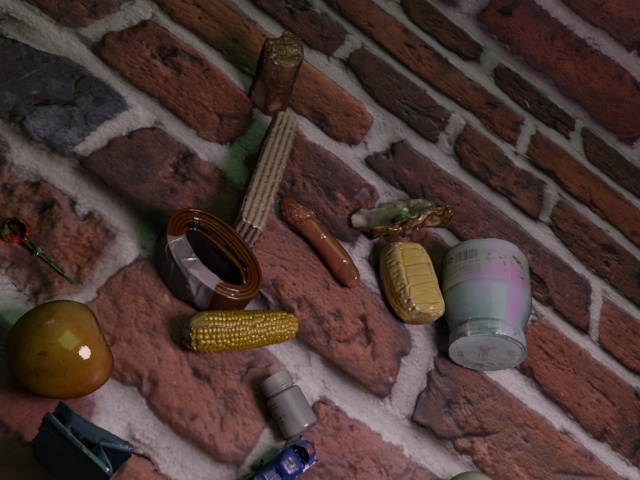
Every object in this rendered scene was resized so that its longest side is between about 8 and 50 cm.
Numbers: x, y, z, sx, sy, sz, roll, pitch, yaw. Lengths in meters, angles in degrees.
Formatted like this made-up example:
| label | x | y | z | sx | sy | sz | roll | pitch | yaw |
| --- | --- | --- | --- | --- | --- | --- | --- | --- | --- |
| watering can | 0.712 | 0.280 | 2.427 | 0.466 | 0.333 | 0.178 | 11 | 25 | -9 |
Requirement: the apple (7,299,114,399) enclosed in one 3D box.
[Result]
| label | x | y | z | sx | sy | sz | roll | pitch | yaw |
| --- | --- | --- | --- | --- | --- | --- | --- | --- | --- |
| apple | -0.464 | 0.197 | 1.049 | 0.155 | 0.182 | 0.182 | -24 | 71 | -22 |

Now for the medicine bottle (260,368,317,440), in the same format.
| label | x | y | z | sx | sy | sz | roll | pitch | yaw |
| --- | --- | --- | --- | --- | --- | --- | --- | --- | --- |
| medicine bottle | -0.070 | 0.345 | 1.238 | 0.080 | 0.080 | 0.130 | -16 | 66 | -39 |

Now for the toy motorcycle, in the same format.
| label | x | y | z | sx | sy | sz | roll | pitch | yaw |
| --- | --- | --- | --- | --- | --- | --- | --- | --- | --- |
| toy motorcycle | -0.075 | 0.442 | 1.138 | 0.205 | 0.114 | 0.076 | -24 | 73 | -41 |

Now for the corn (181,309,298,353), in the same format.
| label | x | y | z | sx | sy | sz | roll | pitch | yaw |
| --- | --- | --- | --- | --- | --- | --- | --- | --- | --- |
| corn | -0.172 | 0.194 | 1.280 | 0.260 | 0.091 | 0.091 | 3 | 16 | -30 |

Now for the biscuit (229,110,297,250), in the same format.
| label | x | y | z | sx | sy | sz | roll | pitch | yaw |
| --- | --- | --- | --- | --- | --- | --- | --- | --- | --- |
| biscuit | -0.149 | -0.158 | 1.526 | 0.078 | 0.144 | 0.426 | 24 | 50 | -12 |

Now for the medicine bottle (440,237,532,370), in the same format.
| label | x | y | z | sx | sy | sz | roll | pitch | yaw |
| --- | --- | --- | --- | --- | --- | --- | --- | --- | --- |
| medicine bottle | 0.440 | 0.176 | 1.569 | 0.244 | 0.245 | 0.290 | 22 | 51 | -16 |

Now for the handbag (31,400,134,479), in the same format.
| label | x | y | z | sx | sy | sz | roll | pitch | yaw |
| --- | --- | --- | --- | --- | --- | --- | --- | --- | --- |
| handbag | -0.392 | 0.343 | 0.944 | 0.144 | 0.221 | 0.057 | 37 | 48 | -4 |

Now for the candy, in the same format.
| label | x | y | z | sx | sy | sz | roll | pitch | yaw |
| --- | --- | --- | --- | --- | --- | --- | --- | --- | --- |
| candy | -0.574 | 0.024 | 1.202 | 0.184 | 0.049 | 0.055 | 45 | 53 | -7 |

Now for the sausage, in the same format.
| label | x | y | z | sx | sy | sz | roll | pitch | yaw |
| --- | --- | --- | --- | --- | --- | --- | --- | --- | --- |
| sausage | 0.000 | 0.001 | 1.542 | 0.304 | 0.078 | 0.078 | 48 | 47 | 6 |

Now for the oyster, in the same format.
| label | x | y | z | sx | sy | sz | roll | pitch | yaw |
| --- | --- | --- | --- | --- | --- | --- | --- | --- | --- |
| oyster | 0.287 | -0.061 | 1.705 | 0.396 | 0.204 | 0.111 | -10 | 100 | -34 |

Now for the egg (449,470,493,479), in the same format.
| label | x | y | z | sx | sy | sz | roll | pitch | yaw |
| --- | --- | --- | --- | --- | --- | --- | --- | --- | --- |
| egg | 0.318 | 0.587 | 1.247 | 0.149 | 0.149 | 0.192 | 34 | 49 | -5 |

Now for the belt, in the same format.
| label | x | y | z | sx | sy | sz | roll | pitch | yaw |
| --- | --- | --- | --- | --- | --- | --- | --- | --- | --- |
| belt | -0.255 | 0.052 | 1.328 | 0.261 | 0.105 | 0.184 | 44 | 44 | 0 |

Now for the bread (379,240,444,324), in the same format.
| label | x | y | z | sx | sy | sz | roll | pitch | yaw |
| --- | --- | --- | --- | --- | --- | --- | --- | --- | --- |
| bread | 0.238 | 0.116 | 1.579 | 0.139 | 0.106 | 0.236 | 6 | 55 | -30 |

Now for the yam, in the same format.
| label | x | y | z | sx | sy | sz | roll | pitch | yaw |
| --- | --- | --- | --- | --- | --- | --- | --- | --- | --- |
| yam | -0.129 | -0.482 | 1.718 | 0.129 | 0.238 | 0.128 | 18 | 56 | -10 |
